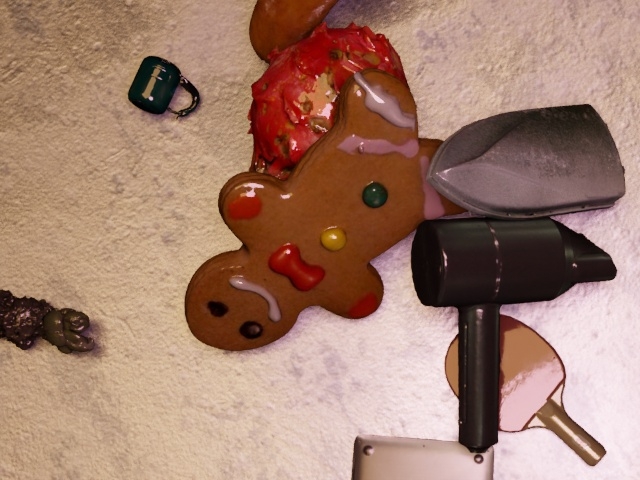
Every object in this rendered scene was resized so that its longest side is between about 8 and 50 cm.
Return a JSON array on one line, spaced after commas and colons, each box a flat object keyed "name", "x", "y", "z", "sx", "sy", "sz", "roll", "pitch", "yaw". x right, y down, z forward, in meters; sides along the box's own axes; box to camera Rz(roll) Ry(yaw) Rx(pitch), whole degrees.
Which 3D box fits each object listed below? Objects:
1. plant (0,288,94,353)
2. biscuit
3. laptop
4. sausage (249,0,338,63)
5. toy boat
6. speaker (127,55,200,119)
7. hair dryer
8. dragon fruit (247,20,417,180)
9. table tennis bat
[{"name": "plant", "x": -0.387, "y": 0.114, "z": 1.901, "sx": 0.174, "sy": 0.087, "sz": 0.085, "roll": 10, "pitch": 110, "yaw": 16}, {"name": "biscuit", "x": 0.000, "y": 0.000, "z": 1.772, "sx": 0.432, "sy": 0.064, "sz": 0.283, "roll": -40, "pitch": 120, "yaw": 13}, {"name": "laptop", "x": 0.126, "y": 0.391, "z": 1.791, "sx": 0.187, "sy": 0.015, "sz": 0.269, "roll": 3, "pitch": 79, "yaw": 9}, {"name": "sausage", "x": -0.008, "y": -0.346, "z": 1.870, "sx": 0.109, "sy": 0.109, "sz": 0.270, "roll": 53, "pitch": 124, "yaw": 15}, {"name": "toy boat", "x": 0.256, "y": -0.095, "z": 1.749, "sx": 0.319, "sy": 0.092, "sz": 0.141, "roll": -8, "pitch": 72, "yaw": -37}, {"name": "speaker", "x": -0.218, "y": -0.212, "z": 1.947, "sx": 0.094, "sy": 0.060, "sz": 0.075, "roll": 21, "pitch": 84, "yaw": 12}, {"name": "hair dryer", "x": 0.246, "y": 0.119, "z": 1.769, "sx": 0.244, "sy": 0.116, "sz": 0.303, "roll": -1, "pitch": 97, "yaw": -16}, {"name": "dragon fruit", "x": -0.001, "y": -0.168, "z": 1.837, "sx": 0.210, "sy": 0.205, "sz": 0.268, "roll": 41, "pitch": 96, "yaw": 11}, {"name": "table tennis bat", "x": 0.271, "y": 0.202, "z": 1.808, "sx": 0.246, "sy": 0.022, "sz": 0.138, "roll": 43, "pitch": 87, "yaw": 16}]
